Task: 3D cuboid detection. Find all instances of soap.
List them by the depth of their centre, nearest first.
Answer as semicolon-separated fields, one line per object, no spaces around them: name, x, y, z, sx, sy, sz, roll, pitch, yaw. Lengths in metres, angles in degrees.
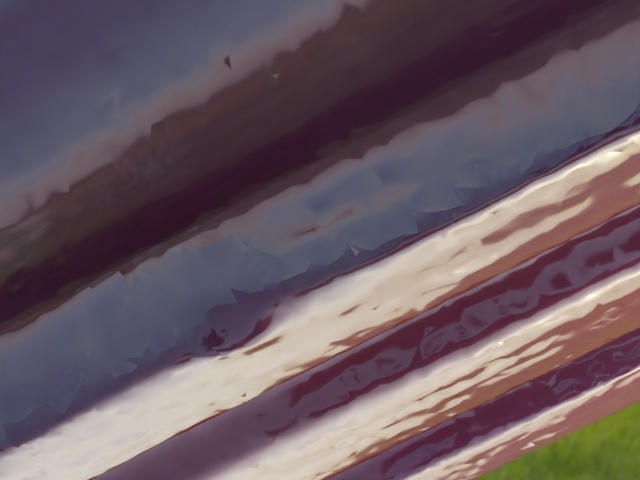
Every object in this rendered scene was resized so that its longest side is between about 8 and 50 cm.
soap;0.000;0.000;0.432;0.128;0.360;0.233;67;-166;21
